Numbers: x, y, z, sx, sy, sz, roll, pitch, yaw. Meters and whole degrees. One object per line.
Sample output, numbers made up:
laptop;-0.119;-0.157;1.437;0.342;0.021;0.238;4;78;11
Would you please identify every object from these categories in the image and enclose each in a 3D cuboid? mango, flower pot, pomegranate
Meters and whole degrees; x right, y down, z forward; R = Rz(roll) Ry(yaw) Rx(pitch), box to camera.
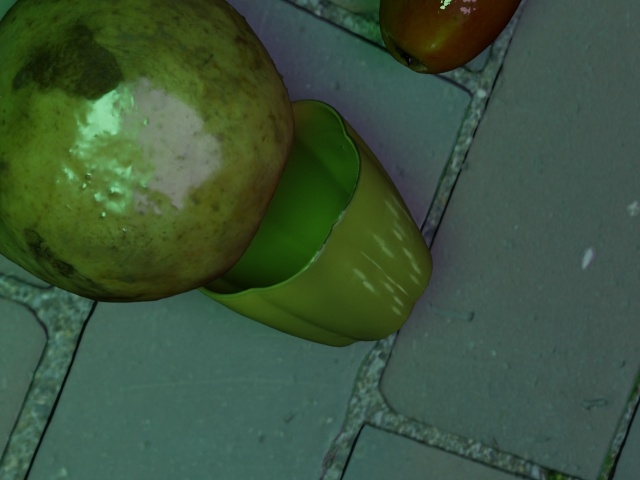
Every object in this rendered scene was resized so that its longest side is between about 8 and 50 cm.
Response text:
mango;0.139;-0.288;1.780;0.129;0.146;0.289;15;92;11
flower pot;0.000;0.000;1.738;0.179;0.195;0.195;38;80;-45
pomegranate;-0.155;-0.088;1.561;0.281;0.281;0.281;-8;105;-31
